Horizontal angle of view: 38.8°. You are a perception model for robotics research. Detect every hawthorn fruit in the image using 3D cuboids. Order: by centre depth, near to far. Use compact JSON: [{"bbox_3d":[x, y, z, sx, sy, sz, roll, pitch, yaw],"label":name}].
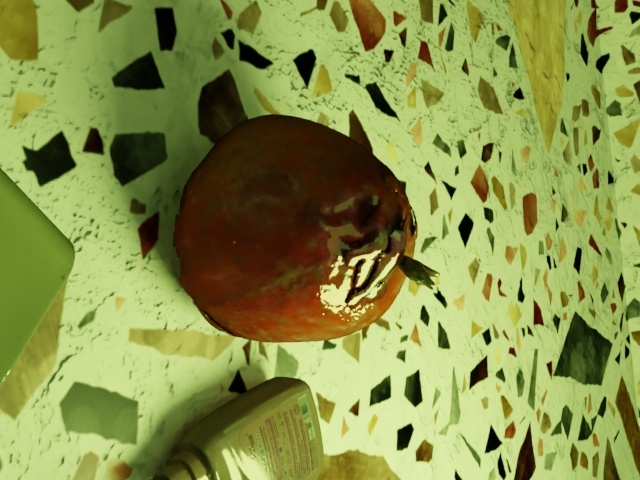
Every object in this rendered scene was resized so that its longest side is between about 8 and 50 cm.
[{"bbox_3d":[0.000,0.000,1.037,0.276,0.308,0.276,-28,123,-54],"label":"hawthorn fruit"}]

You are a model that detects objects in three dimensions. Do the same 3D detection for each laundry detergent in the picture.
[{"bbox_3d":[-0.090,0.277,1.077,0.237,0.076,0.171,-26,109,-50],"label":"laundry detergent"}]

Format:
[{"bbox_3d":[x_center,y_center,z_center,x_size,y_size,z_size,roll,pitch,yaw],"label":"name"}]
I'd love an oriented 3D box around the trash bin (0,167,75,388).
[{"bbox_3d":[-0.344,0.013,0.733,0.247,0.121,0.243,54,48,-39],"label":"trash bin"}]
